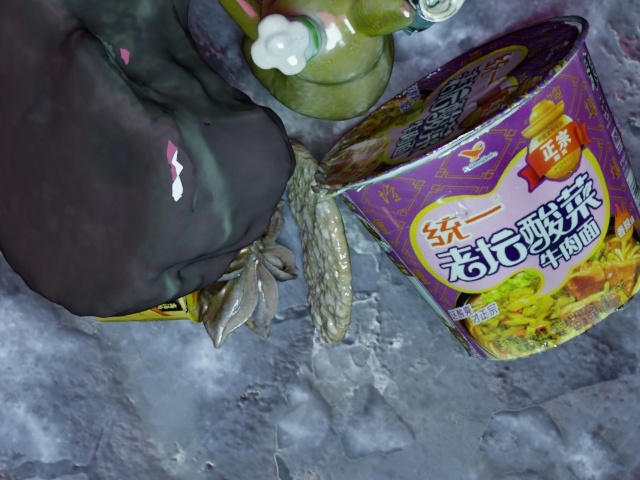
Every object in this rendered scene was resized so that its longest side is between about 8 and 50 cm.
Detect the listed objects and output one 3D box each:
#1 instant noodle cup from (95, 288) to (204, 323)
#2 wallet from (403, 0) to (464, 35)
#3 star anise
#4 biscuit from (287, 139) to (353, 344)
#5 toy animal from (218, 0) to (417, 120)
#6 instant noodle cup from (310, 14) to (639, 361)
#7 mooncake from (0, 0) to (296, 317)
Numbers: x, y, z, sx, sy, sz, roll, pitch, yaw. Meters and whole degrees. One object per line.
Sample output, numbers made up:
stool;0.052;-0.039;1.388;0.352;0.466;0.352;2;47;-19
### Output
instant noodle cup;-0.204;0.029;1.386;0.122;0.151;0.152;-8;96;13
wallet;0.142;-0.309;1.287;0.075;0.250;0.176;27;96;-3
star anise;-0.091;0.027;1.371;0.073;0.212;0.197;-5;116;31
biscuit;0.002;0.004;1.383;0.032;0.133;0.250;-12;95;-16
toy animal;-0.001;-0.235;1.256;0.181;0.363;0.180;-25;82;-1
instant noodle cup;0.196;-0.045;1.303;0.339;0.340;0.266;-31;106;3
mooncake;-0.209;-0.112;1.186;0.350;0.212;0.381;-30;78;40
